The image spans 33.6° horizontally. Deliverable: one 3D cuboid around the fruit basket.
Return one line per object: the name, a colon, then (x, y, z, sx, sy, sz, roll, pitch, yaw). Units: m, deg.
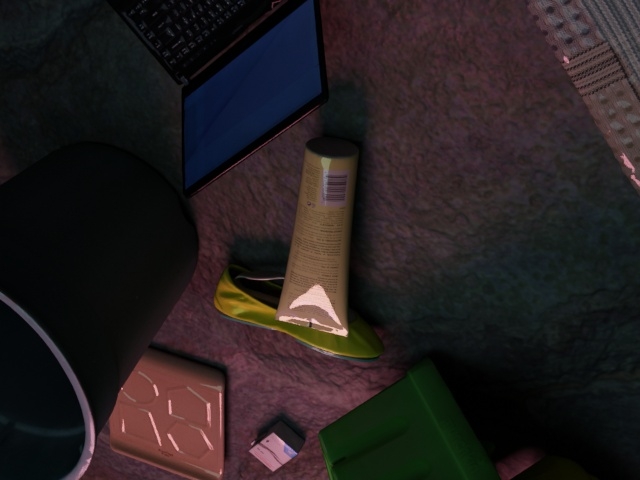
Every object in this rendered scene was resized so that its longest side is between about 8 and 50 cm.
fruit basket: (0.218, 0.327, 1.232, 0.392, 0.392, 0.282, 2, 124, 25)

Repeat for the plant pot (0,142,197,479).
plant pot: (-0.332, 0.066, 1.278, 0.341, 0.334, 0.341, 14, 128, 18)

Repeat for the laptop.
laptop: (-0.129, -0.221, 1.107, 0.234, 0.136, 0.264, -30, 106, 37)

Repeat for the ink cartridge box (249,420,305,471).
ink cartridge box: (-0.067, 0.297, 1.509, 0.048, 0.028, 0.083, 42, 131, -6)

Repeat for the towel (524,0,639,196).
towel: (0.364, -0.200, 0.947, 0.312, 0.056, 0.324, -25, 107, 33)

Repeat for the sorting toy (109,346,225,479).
sorting toy: (-0.225, 0.248, 1.552, 0.193, 0.038, 0.208, 16, 123, 16)

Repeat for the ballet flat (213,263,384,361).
ballet flat: (-0.027, 0.084, 1.316, 0.231, 0.077, 0.077, 17, 115, 17)

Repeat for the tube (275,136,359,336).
tube: (0.000, 0.000, 1.225, 0.070, 0.062, 0.240, 38, 131, 47)
